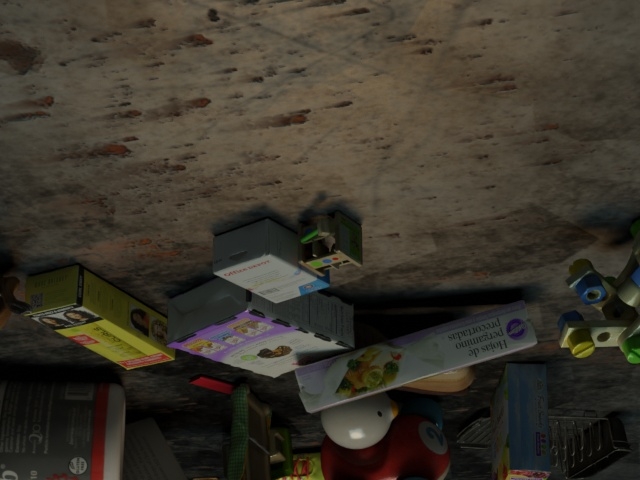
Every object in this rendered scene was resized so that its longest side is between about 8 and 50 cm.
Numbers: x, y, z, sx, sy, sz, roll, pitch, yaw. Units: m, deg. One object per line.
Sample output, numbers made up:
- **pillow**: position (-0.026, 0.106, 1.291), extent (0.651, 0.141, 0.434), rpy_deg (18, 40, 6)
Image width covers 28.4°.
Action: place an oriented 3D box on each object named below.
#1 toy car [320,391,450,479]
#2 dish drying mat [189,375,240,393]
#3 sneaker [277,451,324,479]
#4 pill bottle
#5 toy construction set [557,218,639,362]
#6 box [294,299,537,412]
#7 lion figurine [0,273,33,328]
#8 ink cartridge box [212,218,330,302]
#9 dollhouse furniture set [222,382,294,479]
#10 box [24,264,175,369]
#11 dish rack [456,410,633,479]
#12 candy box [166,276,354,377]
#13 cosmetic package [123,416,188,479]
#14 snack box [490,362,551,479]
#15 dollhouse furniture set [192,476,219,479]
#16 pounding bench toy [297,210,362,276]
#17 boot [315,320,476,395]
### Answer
- **toy car**: position (0.086, 0.290, 1.988), extent (0.210, 0.219, 0.238), rpy_deg (-7, 126, 13)
- **dish drying mat**: position (-0.167, 0.228, 2.004), extent (0.083, 0.008, 0.032), rpy_deg (22, 146, -38)
- **sneaker**: position (-0.055, 0.434, 2.363), extent (0.208, 0.081, 0.094), rpy_deg (-19, 147, 34)
- **pill bottle**: position (-0.488, 0.320, 1.950), extent (0.363, 0.210, 0.210), rpy_deg (2, 155, -7)
- **toy construction set**: position (0.453, 0.076, 1.535), extent (0.328, 0.151, 0.215), rpy_deg (12, 128, -41)
- **box**: position (0.127, 0.157, 1.698), extent (0.324, 0.063, 0.067), rpy_deg (-17, 172, 1)
- **lion figurine**: position (-0.501, 0.111, 1.581), extent (0.392, 0.142, 0.240), rpy_deg (-13, -174, 10)
- **ink cartridge box**: position (-0.059, 0.026, 1.525), extent (0.088, 0.052, 0.122), rpy_deg (-19, 151, 32)
- **dollhouse furniture set**: position (-0.148, 0.375, 2.084), extent (0.151, 0.197, 0.301), rpy_deg (-10, 156, 9)
- **box**: position (-0.288, 0.105, 1.678), extent (0.087, 0.058, 0.232), rpy_deg (-13, 153, 22)
- **dish rack**: position (0.384, 0.357, 2.223), extent (0.271, 0.074, 0.208), rpy_deg (5, 153, -12)
- **candy box**: position (-0.079, 0.112, 1.685), extent (0.196, 0.070, 0.165), rpy_deg (23, 145, -40)
- **cosmetic package**: position (-0.438, 0.482, 2.057), extent (0.453, 0.230, 0.161), rpy_deg (-15, 138, -25)
- **snack box**: position (0.313, 0.308, 1.996), extent (0.070, 0.174, 0.207), rpy_deg (3, 156, 0)
- **dollhouse furniture set**: position (-0.273, 0.506, 2.513), extent (0.152, 0.076, 0.058), rpy_deg (-2, 156, 4)
- **pounding bench toy**: position (0.000, 0.000, 1.471), extent (0.065, 0.052, 0.083), rpy_deg (-16, 151, 29)
- **boot**: position (0.100, 0.188, 1.838), extent (0.248, 0.090, 0.207), rpy_deg (7, 164, 7)
